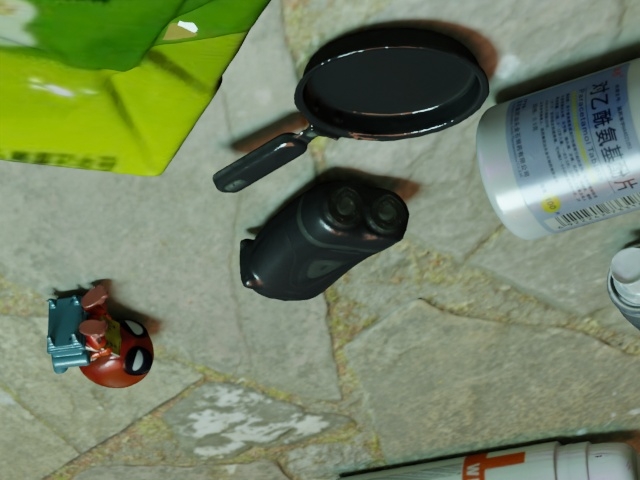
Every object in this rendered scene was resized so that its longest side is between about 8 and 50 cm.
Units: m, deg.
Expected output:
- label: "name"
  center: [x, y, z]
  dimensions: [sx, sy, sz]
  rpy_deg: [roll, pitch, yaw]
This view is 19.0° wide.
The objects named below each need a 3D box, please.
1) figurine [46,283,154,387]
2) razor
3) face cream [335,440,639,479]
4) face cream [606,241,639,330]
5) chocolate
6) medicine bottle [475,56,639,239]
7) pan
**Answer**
- label: "figurine"
  center: [-0.194, 0.093, 1.682]
  dimensions: [0.075, 0.068, 0.140]
  rpy_deg: [-12, 152, 12]
- label: "razor"
  center: [0.000, 0.000, 1.521]
  dimensions: [0.090, 0.054, 0.148]
  rpy_deg: [11, 152, -28]
- label: "face cream"
  center: [0.186, 0.283, 2.103]
  dimensions: [0.345, 0.102, 0.102]
  rpy_deg: [-13, 154, 18]
- label: "face cream"
  center: [0.324, 0.069, 1.691]
  dimensions: [0.073, 0.073, 0.283]
  rpy_deg: [-16, 153, 25]
- label: "chocolate"
  center: [-0.187, -0.164, 1.051]
  dimensions: [0.301, 0.137, 0.289]
  rpy_deg: [7, 153, -18]
- label: "medicine bottle"
  center: [0.211, -0.071, 1.339]
  dimensions: [0.187, 0.102, 0.103]
  rpy_deg: [-16, 152, 27]
- label: "pan"
  center: [0.011, -0.090, 1.358]
  dimensions: [0.235, 0.028, 0.136]
  rpy_deg: [-25, 147, 33]
